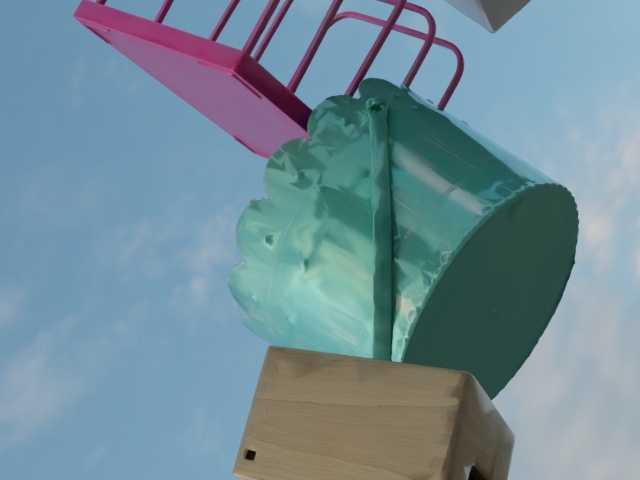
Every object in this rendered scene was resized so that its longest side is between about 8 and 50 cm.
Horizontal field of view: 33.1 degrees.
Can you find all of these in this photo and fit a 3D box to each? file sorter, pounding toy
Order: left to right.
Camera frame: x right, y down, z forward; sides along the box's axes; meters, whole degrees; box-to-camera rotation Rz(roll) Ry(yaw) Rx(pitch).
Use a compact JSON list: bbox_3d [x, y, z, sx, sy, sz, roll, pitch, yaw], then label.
[{"bbox_3d":[-0.026,-0.187,0.983,0.290,0.202,0.182,35,-98,-54],"label":"file sorter"},{"bbox_3d":[0.043,0.133,0.570,0.141,0.130,0.100,51,-131,-56],"label":"pounding toy"}]

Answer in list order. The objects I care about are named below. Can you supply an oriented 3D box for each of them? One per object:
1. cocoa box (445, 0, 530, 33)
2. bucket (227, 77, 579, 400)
[{"bbox_3d":[0.121,-0.415,0.984,0.228,0.231,0.347,-43,-40,-1],"label":"cocoa box"},{"bbox_3d":[0.077,0.021,0.926,0.281,0.183,0.281,-32,-41,-33],"label":"bucket"}]
